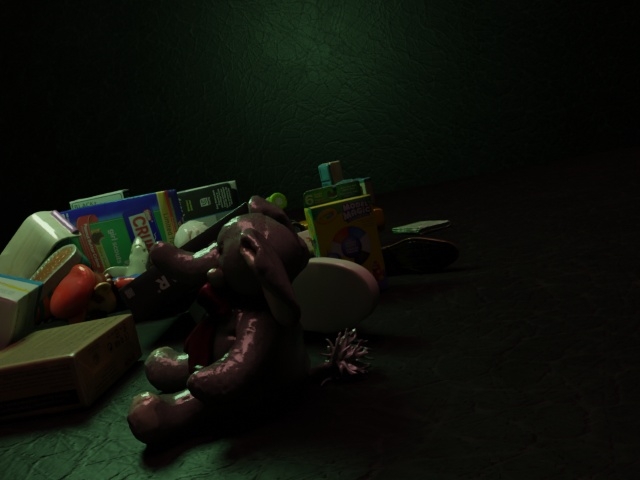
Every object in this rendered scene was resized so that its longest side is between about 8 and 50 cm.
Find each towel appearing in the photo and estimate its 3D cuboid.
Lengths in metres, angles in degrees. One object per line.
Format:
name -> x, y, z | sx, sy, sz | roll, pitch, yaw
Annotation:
towel -> 0.292, -0.037, 2.035 | 0.113, 0.023, 0.152 | -13, 5, -24

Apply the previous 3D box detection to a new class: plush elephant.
plush elephant -> -0.110, 0.081, 0.916 | 0.330, 0.255, 0.272 | -12, 8, 0

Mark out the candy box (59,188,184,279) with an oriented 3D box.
candy box -> -0.527, 0.020, 1.908 | 0.317, 0.268, 0.122 | -11, 8, 5

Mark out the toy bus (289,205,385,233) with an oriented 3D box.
toy bus -> 0.000, 0.000, 1.780 | 0.333, 0.130, 0.108 | -13, 7, -7

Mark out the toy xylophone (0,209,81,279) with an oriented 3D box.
toy xylophone -> -0.742, 0.088, 1.800 | 0.322, 0.236, 0.081 | -46, -18, 7

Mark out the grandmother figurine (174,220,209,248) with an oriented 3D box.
grandmother figurine -> -0.271, 0.018, 1.748 | 0.208, 0.104, 0.342 | -49, -12, 1

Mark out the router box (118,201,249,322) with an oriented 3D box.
router box -> -0.222, 0.045, 1.427 | 0.309, 0.081, 0.243 | -34, -7, 7

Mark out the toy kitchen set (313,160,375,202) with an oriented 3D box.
toy kitchen set -> 0.021, -0.138, 1.802 | 0.166, 0.122, 0.207 | -15, 7, -28

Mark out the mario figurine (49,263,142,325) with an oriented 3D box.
mario figurine -> -0.457, 0.146, 1.605 | 0.320, 0.170, 0.198 | -7, -39, -41

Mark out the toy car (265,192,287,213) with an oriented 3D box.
toy car -> -0.101, -0.017, 1.920 | 0.155, 0.188, 0.149 | -31, 31, 60

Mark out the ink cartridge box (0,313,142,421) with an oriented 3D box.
ink cartridge box -> -0.424, 0.202, 1.128 | 0.193, 0.088, 0.234 | -12, 8, 9

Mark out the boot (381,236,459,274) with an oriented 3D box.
boot -> 0.211, 0.022, 1.500 | 0.219, 0.082, 0.106 | -8, 11, 36

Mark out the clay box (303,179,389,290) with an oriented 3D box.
clay box -> 0.049, 0.001, 1.370 | 0.127, 0.222, 0.053 | -14, 9, -16

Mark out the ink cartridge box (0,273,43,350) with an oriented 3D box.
ink cartridge box -> -0.623, 0.154, 1.261 | 0.168, 0.171, 0.233 | 13, 1, -12

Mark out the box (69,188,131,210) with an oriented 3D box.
box -> -0.642, 0.001, 2.137 | 0.169, 0.290, 0.087 | -11, 8, 0

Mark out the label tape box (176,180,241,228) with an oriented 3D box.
label tape box -> -0.400, -0.023, 2.090 | 0.348, 0.249, 0.115 | -16, 9, -30

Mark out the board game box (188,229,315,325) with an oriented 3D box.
board game box -> -0.102, 0.066, 1.416 | 0.305, 0.053, 0.193 | -19, -22, -47

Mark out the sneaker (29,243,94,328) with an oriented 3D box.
sneaker -> -0.649, 0.154, 1.636 | 0.108, 0.121, 0.302 | 15, 56, 45

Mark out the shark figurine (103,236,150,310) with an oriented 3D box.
shark figurine -> -0.517, 0.140, 1.791 | 0.278, 0.166, 0.116 | -42, -14, -20

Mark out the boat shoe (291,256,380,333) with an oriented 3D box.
boat shoe -> -0.017, 0.083, 1.194 | 0.340, 0.127, 0.158 | -11, 9, 38
